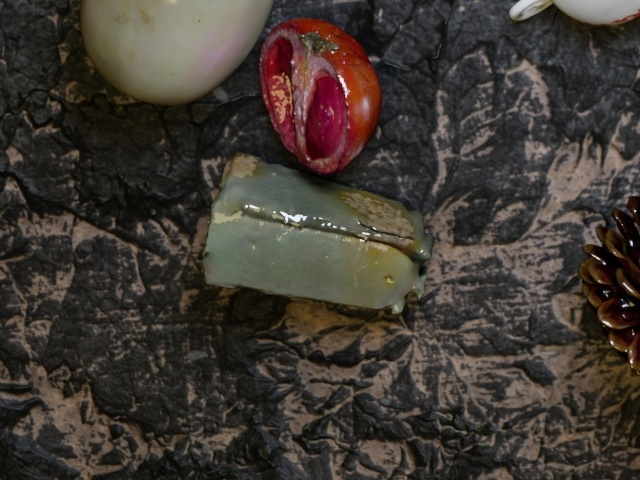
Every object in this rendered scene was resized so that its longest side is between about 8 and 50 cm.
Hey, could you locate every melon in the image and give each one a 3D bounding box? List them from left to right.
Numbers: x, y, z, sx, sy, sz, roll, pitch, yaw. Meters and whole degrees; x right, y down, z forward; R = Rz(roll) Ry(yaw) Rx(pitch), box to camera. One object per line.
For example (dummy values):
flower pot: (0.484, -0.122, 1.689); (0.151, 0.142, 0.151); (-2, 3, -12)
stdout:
melon: (-0.158, -0.309, 1.686); (0.223, 0.223, 0.317); (23, 112, 5)

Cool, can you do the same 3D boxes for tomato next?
tomato: (0.013, -0.179, 1.770); (0.189, 0.099, 0.173); (47, 143, 36)

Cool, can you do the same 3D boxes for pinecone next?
pinecone: (0.436, 0.026, 1.662); (0.246, 0.246, 0.292); (36, 115, -2)

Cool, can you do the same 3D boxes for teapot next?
teapot: (0.308, -0.315, 1.624); (0.245, 0.116, 0.159); (-25, 99, 35)

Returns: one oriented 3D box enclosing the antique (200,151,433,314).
antique: (0.000, 0.000, 1.835); (0.284, 0.150, 0.125); (14, 120, 0)
